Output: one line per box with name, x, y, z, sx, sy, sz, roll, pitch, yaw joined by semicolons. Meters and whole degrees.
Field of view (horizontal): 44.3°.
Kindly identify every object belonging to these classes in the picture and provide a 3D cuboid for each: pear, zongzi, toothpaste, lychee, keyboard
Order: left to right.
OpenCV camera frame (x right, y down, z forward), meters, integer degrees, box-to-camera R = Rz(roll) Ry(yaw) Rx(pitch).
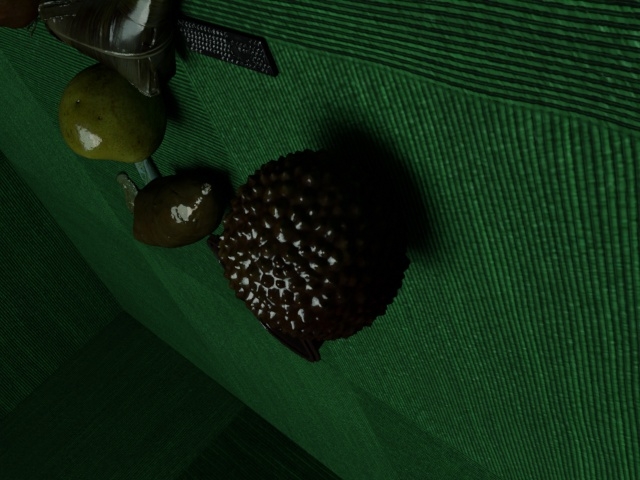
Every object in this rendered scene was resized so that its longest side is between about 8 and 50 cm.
zongzi;-0.324;-0.362;1.173;0.247;0.111;0.241;29;147;5
pear;-0.377;-0.237;1.434;0.197;0.197;0.197;39;158;19
toothpaste;-0.378;-0.103;1.875;0.074;0.048;0.297;29;150;44
keyboard;-0.138;-0.279;1.127;0.204;0.013;0.061;27;153;40
lychee;0.000;0.000;1.070;0.267;0.267;0.267;39;158;19

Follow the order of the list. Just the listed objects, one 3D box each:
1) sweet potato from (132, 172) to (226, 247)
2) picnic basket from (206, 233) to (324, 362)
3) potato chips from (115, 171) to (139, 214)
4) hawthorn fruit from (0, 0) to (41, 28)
sweet potato;-0.284;-0.062;1.623;0.369;0.158;0.158;-1;130;56
picnic basket;-0.071;0.078;1.497;0.222;0.129;0.297;24;149;48
potato chips;-0.499;-0.109;2.119;0.142;0.026;0.209;31;153;42
hawthorn fruit;-0.543;-0.481;1.306;0.208;0.208;0.248;42;134;10
